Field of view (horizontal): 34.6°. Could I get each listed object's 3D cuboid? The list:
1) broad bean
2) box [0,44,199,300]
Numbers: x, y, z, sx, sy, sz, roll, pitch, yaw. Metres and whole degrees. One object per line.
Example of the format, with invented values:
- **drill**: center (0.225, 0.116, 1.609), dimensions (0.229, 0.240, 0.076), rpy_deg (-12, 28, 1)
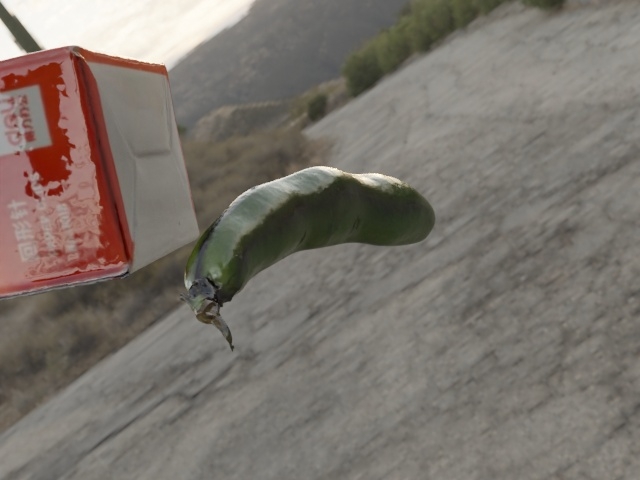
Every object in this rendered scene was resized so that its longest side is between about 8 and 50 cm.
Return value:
- **broad bean**: center (-0.003, -0.005, 0.562), dimensions (0.039, 0.069, 0.227), rpy_deg (-26, 0, 39)
- **box**: center (-0.150, -0.044, 0.638), dimensions (0.099, 0.133, 0.182), rpy_deg (-12, 6, 9)
